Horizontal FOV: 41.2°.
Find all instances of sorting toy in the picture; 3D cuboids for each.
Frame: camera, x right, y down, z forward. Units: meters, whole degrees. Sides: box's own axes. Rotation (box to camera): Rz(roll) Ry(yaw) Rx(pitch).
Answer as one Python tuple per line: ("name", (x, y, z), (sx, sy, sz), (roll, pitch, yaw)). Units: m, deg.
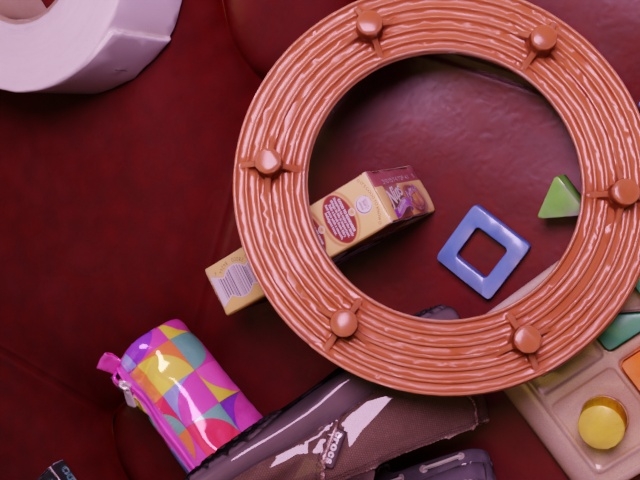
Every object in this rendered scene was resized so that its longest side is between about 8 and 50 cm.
("sorting toy", (0.239, 0.101, 0.702), (0.196, 0.047, 0.347), (-41, 79, 25))

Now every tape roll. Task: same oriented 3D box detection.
("tape roll", (-0.276, -0.291, 0.872), (0.286, 0.100, 0.286), (4, 99, 26))

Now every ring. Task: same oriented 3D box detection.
("ring", (0.098, -0.047, 0.668), (0.337, 0.032, 0.336), (0, 81, 2))

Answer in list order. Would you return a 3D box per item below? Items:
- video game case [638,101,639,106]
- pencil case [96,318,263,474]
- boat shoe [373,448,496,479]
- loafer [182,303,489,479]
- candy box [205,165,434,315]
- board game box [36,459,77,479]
("video game case", (0.346, -0.100, 0.638), (0.166, 0.015, 0.119), (41, 112, 16))
("pencil case", (-0.117, 0.191, 0.864), (0.236, 0.104, 0.104), (45, 114, 13))
("boat shoe", (0.077, 0.246, 0.809), (0.206, 0.075, 0.065), (-23, 44, 32))
("loafer", (-0.006, 0.203, 0.732), (0.366, 0.134, 0.130), (-35, 85, 1))
("candy box", (0.000, 0.000, 0.772), (0.187, 0.109, 0.053), (-32, 82, 27))
("board game box", (-0.335, 0.369, 1.039), (0.186, 0.026, 0.126), (-44, 77, 25))
